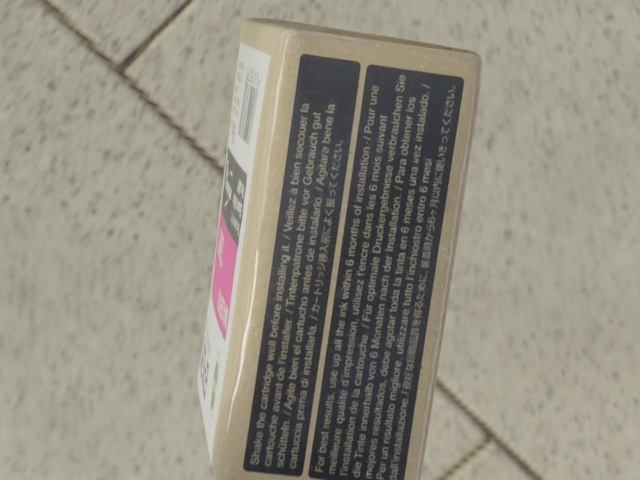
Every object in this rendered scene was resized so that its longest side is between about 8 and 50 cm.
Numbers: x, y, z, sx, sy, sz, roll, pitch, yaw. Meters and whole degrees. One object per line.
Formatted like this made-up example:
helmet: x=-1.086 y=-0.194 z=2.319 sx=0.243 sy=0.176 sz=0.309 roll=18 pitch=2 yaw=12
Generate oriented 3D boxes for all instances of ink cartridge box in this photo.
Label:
ink cartridge box: x=0.000 y=0.000 z=0.860 sx=0.088 sy=0.234 sz=0.193 roll=8 pitch=96 yaw=-7
